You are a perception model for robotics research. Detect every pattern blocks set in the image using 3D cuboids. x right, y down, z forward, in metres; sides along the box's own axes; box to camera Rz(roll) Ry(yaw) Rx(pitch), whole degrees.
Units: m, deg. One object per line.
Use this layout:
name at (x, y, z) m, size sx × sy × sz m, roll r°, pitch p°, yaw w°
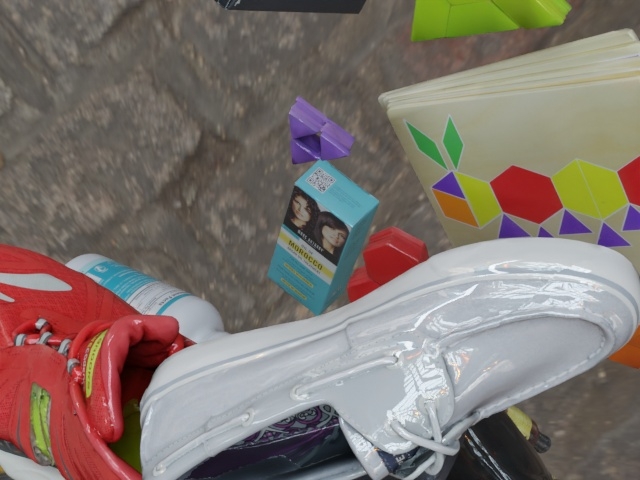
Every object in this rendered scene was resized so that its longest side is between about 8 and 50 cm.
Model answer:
pattern blocks set at (0.130, -0.038, 0.823) m, size 0.325 × 0.285 × 0.026 m, roll 4°, pitch 44°, yaw 30°

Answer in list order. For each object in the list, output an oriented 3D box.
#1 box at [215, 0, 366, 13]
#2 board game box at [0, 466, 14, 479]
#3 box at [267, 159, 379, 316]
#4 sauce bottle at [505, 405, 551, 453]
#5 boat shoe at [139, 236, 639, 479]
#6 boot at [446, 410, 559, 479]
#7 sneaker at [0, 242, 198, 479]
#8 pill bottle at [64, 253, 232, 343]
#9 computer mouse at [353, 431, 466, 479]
box at (-0.067, -0.333, 1.580) m, size 0.184 × 0.261 × 0.103 m, roll 42°, pitch 116°, yaw 20°
board game box at (-0.199, 0.186, 1.384) m, size 0.305 × 0.053 × 0.193 m, roll 10°, pitch 104°, yaw -41°
box at (0.000, 0.000, 1.990) m, size 0.100 × 0.244 × 0.060 m, roll 38°, pitch 59°, yaw 13°
sauce bottle at (0.264, 0.249, 1.961) m, size 0.128 × 0.042 × 0.042 m, roll 36°, pitch 80°, yaw -36°
boat shoe at (0.019, 0.053, 0.490) m, size 0.184 × 0.066 × 0.063 m, roll -14°, pitch 43°, yaw 15°
boot at (0.172, 0.259, 1.696) m, size 0.138 × 0.377 × 0.284 m, roll -38°, pitch 93°, yaw -5°
sneaker at (-0.088, 0.063, 0.649) m, size 0.279 × 0.118 × 0.107 m, roll 31°, pitch 59°, yaw 25°
pill bottle at (-0.228, 0.124, 1.924) m, size 0.264 × 0.146 × 0.146 m, roll 22°, pitch 80°, yaw 28°
computer mouse at (0.042, 0.242, 1.332) m, size 0.072 × 0.188 × 0.272 m, roll 29°, pitch 125°, yaw -1°
